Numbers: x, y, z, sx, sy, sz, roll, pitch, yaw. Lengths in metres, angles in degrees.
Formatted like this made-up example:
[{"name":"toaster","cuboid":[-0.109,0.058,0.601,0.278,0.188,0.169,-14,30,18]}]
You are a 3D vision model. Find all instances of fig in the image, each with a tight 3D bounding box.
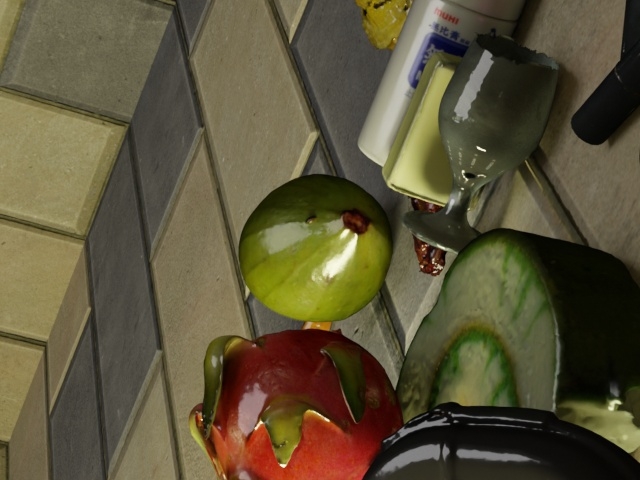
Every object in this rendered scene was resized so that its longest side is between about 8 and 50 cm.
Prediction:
[{"name":"fig","cuboid":[0.000,0.000,2.212,0.225,0.203,0.203,130,150,-65]}]

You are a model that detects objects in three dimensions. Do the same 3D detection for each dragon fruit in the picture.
[{"name":"dragon fruit","cuboid":[-0.016,0.202,1.671,0.224,0.224,0.227,-60,33,37]}]

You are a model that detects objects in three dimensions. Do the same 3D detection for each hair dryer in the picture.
[{"name":"hair dryer","cuboid":[0.318,-0.218,1.725,0.173,0.050,0.194,129,155,-48]}]

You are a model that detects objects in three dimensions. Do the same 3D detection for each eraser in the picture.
[{"name":"eraser","cuboid":[0.158,-0.130,1.993,0.058,0.117,0.172,-109,38,-66]}]

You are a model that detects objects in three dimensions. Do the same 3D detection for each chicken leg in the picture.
[{"name":"chicken leg","cuboid":[0.132,-0.031,2.102,0.093,0.053,0.205,104,172,-45]}]

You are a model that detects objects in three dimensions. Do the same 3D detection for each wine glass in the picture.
[{"name":"wine glass","cuboid":[0.182,-0.108,1.897,0.126,0.126,0.241,-120,46,-64]}]

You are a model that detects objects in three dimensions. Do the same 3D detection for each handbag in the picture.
[{"name":"handbag","cuboid":[0.162,0.270,1.443,0.308,0.093,0.253,1,100,31]}]

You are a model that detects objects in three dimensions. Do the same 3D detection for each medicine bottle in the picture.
[{"name":"medicine bottle","cuboid":[0.164,-0.247,2.046,0.130,0.130,0.341,-115,45,-63]}]

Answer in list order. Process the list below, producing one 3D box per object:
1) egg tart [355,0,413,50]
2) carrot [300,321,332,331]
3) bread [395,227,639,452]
[{"name":"egg tart","cuboid":[0.106,-0.412,2.353,0.294,0.123,0.294,-166,90,-71]},{"name":"carrot","cuboid":[-0.021,0.167,2.374,0.209,0.061,0.061,-70,19,1]},{"name":"bread","cuboid":[0.194,0.174,1.630,0.382,0.129,0.366,146,133,-62]}]
